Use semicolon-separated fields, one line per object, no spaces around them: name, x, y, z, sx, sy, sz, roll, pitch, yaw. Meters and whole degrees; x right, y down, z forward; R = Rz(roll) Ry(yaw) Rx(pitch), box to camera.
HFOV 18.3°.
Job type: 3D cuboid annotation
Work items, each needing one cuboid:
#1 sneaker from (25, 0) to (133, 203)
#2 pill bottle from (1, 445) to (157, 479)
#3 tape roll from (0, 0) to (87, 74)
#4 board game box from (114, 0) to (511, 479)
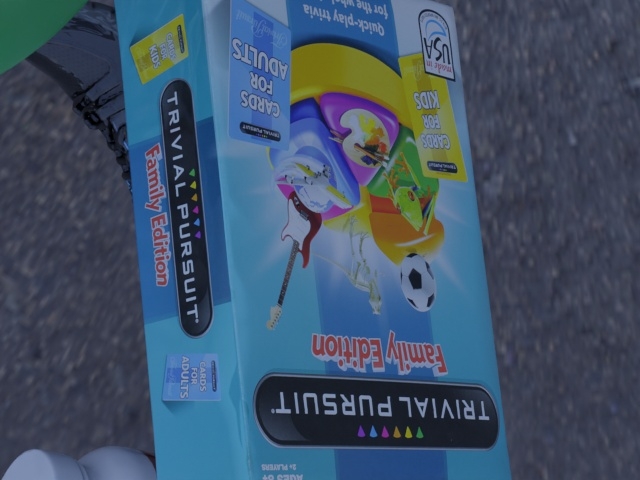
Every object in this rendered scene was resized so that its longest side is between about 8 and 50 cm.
sneaker;-0.152;-0.106;1.799;0.341;0.125;0.140;29;80;-12
pill bottle;-0.109;0.206;1.340;0.216;0.121;0.121;18;113;-33
tape roll;-0.260;-0.223;1.091;0.321;0.077;0.321;-1;65;2
board game box;0.000;0.000;1.230;0.079;0.254;0.336;-16;75;38
